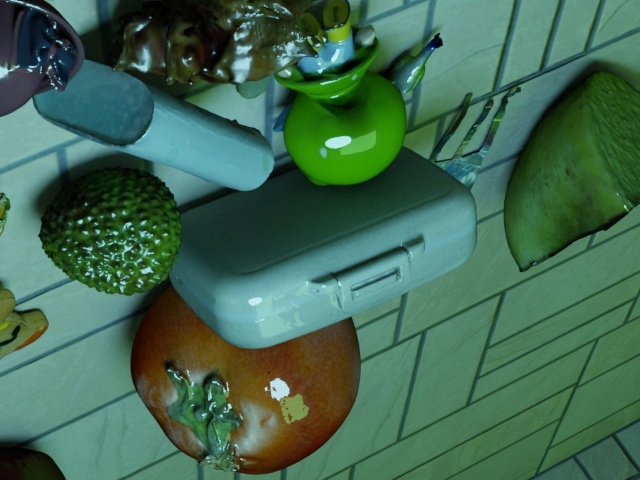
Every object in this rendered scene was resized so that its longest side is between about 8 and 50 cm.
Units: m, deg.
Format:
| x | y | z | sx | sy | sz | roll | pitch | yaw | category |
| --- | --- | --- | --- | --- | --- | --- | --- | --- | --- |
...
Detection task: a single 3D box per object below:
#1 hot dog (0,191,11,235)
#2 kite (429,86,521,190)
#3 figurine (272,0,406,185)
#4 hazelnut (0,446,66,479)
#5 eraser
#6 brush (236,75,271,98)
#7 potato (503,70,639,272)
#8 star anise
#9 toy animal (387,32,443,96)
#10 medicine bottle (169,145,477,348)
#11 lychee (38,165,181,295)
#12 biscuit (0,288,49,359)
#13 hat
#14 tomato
| x | y | z | sx | sy | sz | roll | pitch | yaw | category |
| --- | --- | --- | --- | --- | --- | --- | --- | --- | --- |
| -0.443 | 0.029 | 1.600 | 0.250 | 0.076 | 0.104 | -36 | 153 | 9 | hot dog |
| 0.193 | -0.114 | 2.144 | 0.169 | 0.015 | 0.310 | -18 | 150 | -28 | kite |
| 0.020 | -0.171 | 1.731 | 0.162 | 0.143 | 0.263 | -24 | 141 | -7 | figurine |
| -0.465 | 0.394 | 2.075 | 0.218 | 0.218 | 0.234 | -29 | 134 | -9 | hazelnut |
| -0.177 | -0.124 | 1.550 | 0.227 | 0.174 | 0.081 | 17 | 91 | -57 | eraser |
| -0.072 | -0.265 | 1.587 | 0.085 | 0.020 | 0.336 | -26 | 152 | -17 | brush |
| 0.385 | -0.105 | 2.209 | 0.280 | 0.212 | 0.330 | -35 | 173 | 37 | potato |
| -0.136 | -0.226 | 1.422 | 0.346 | 0.237 | 0.148 | 6 | 96 | -44 | star anise |
| 0.085 | -0.182 | 1.862 | 0.217 | 0.041 | 0.075 | -50 | -173 | 31 | toy animal |
| 0.000 | 0.000 | 1.829 | 0.375 | 0.282 | 0.123 | -21 | 121 | -21 | medicine bottle |
| -0.244 | -0.009 | 1.671 | 0.171 | 0.171 | 0.171 | -26 | 152 | -15 | lychee |
| -0.438 | 0.122 | 1.768 | 0.165 | 0.036 | 0.250 | -35 | 161 | 0 | biscuit |
| -0.323 | -0.164 | 1.319 | 0.205 | 0.089 | 0.205 | 1 | 156 | 0 | hat |
| -0.093 | 0.167 | 1.995 | 0.321 | 0.321 | 0.321 | -26 | 152 | -15 | tomato |
